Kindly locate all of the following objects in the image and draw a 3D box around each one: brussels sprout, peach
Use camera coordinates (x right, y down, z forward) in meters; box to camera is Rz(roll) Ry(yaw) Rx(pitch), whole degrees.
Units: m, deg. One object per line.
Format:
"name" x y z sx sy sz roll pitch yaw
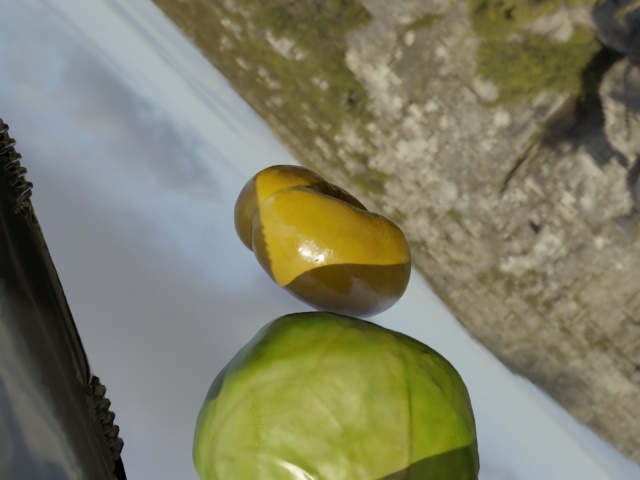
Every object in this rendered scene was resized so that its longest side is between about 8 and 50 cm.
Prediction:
"brussels sprout" 0.013 0.155 0.774 0.223 0.223 0.161 44 139 -4
"peach" 0.000 0.000 0.996 0.179 0.103 0.179 33 -175 -4

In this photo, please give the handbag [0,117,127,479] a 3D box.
"handbag" -0.239 0.061 0.527 0.088 0.244 0.275 -126 18 -73
